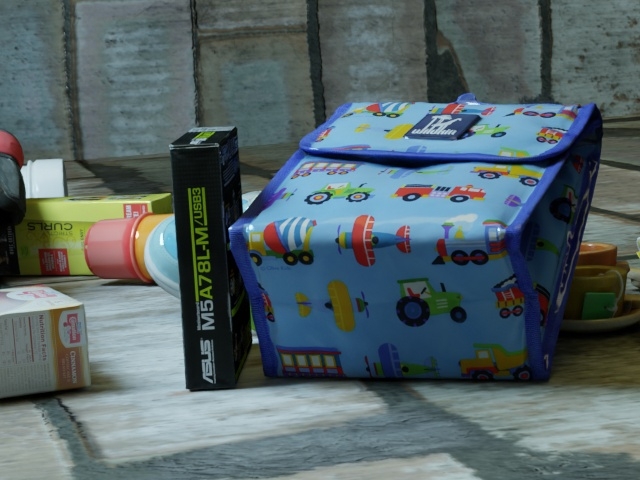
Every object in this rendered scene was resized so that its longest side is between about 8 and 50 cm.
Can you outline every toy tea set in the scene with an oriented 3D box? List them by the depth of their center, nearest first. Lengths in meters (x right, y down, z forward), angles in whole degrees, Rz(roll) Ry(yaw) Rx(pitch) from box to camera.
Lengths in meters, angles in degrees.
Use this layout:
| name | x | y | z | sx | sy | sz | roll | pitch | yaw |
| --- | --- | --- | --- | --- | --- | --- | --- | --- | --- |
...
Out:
| name | x | y | z | sx | sy | sz | roll | pitch | yaw |
| --- | --- | --- | --- | --- | --- | --- | --- | --- | --- |
| toy tea set | 0.241 | 0.000 | 1.563 | 0.336 | 0.124 | 0.200 | -7 | 8 | -26 |

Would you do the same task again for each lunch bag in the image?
| name | x | y | z | sx | sy | sz | roll | pitch | yaw |
| --- | --- | --- | --- | --- | --- | --- | --- | --- | --- |
| lunch bag | 0.090 | -0.028 | 1.433 | 0.221 | 0.138 | 0.293 | -1 | 32 | 21 |

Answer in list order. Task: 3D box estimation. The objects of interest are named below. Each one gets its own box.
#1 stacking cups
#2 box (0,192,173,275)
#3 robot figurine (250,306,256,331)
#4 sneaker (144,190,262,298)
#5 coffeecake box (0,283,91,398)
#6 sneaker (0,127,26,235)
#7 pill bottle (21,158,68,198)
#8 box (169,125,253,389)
| name | x | y | z | sx | sy | sz | roll | pitch | yaw |
| --- | --- | --- | --- | --- | --- | --- | --- | --- | --- |
| stacking cups | -0.095 | 0.009 | 1.874 | 0.316 | 0.096 | 0.096 | -5 | 6 | 25 |
| box | -0.275 | -0.005 | 2.042 | 0.232 | 0.087 | 0.058 | 0 | 9 | 20 |
| robot figurine | -0.022 | 0.047 | 1.562 | 0.115 | 0.067 | 0.101 | 0 | -23 | 34 |
| sneaker | -0.003 | -0.037 | 1.649 | 0.319 | 0.127 | 0.208 | -5 | -32 | -3 |
| coffeecake box | -0.284 | 0.082 | 1.418 | 0.185 | 0.068 | 0.142 | -6 | 7 | -21 |
| sneaker | -0.432 | -0.010 | 1.988 | 0.276 | 0.135 | 0.098 | -29 | -35 | 1 |
| pill bottle | -0.416 | -0.040 | 2.199 | 0.229 | 0.131 | 0.131 | -4 | 7 | -5 |
| box | -0.084 | 0.008 | 1.441 | 0.045 | 0.184 | 0.191 | -1 | 8 | 2 |
